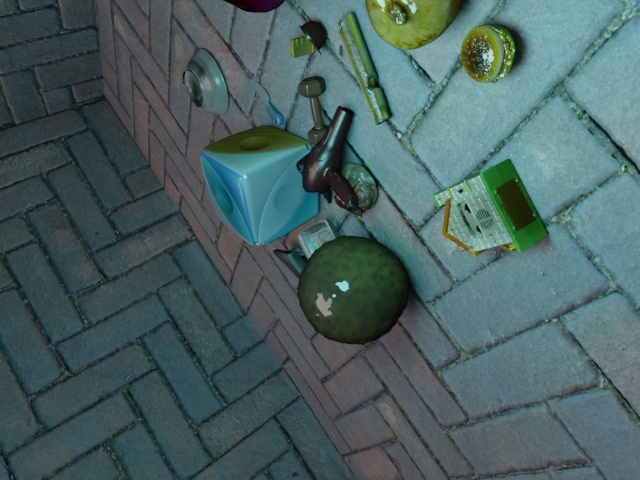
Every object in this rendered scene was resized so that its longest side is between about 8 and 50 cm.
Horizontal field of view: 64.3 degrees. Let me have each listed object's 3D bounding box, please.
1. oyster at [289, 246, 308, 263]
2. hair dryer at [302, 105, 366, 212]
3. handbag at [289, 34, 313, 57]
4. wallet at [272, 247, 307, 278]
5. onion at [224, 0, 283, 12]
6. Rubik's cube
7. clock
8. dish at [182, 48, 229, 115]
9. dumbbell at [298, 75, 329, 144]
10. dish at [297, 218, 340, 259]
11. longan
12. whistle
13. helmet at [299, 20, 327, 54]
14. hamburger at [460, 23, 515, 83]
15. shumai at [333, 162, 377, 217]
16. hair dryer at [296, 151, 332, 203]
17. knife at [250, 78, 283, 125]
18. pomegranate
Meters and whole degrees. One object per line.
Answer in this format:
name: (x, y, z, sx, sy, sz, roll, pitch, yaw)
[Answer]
oyster: (-0.077, 0.075, 2.320, 0.199, 0.087, 0.252, 37, 153, 19)
hair dryer: (0.077, -0.227, 1.648, 0.340, 0.123, 0.313, 55, 129, 39)
handbag: (-0.062, -0.637, 1.667, 0.027, 0.083, 0.061, 38, 142, 34)
wallet: (-0.094, 0.133, 2.318, 0.251, 0.054, 0.290, 49, 169, -16)
onion: (-0.201, -0.882, 1.497, 0.348, 0.347, 0.385, 50, 115, 20)
Rubik's cube: (-0.236, -0.229, 2.033, 0.347, 0.352, 0.352, 31, 138, 41)
clock: (0.434, -0.068, 1.366, 0.220, 0.106, 0.255, 63, 156, -1)
dish: (-0.549, -0.718, 2.359, 0.316, 0.106, 0.316, 38, 144, 35)
dumbbell: (-0.014, -0.446, 1.761, 0.092, 0.082, 0.231, 25, 135, 46)
dish: (0.000, 0.000, 2.119, 0.234, 0.064, 0.154, -23, 95, 48)
longan: (0.112, 0.173, 1.799, 0.391, 0.391, 0.391, 39, 144, 35)
whistle: (0.128, -0.503, 1.507, 0.068, 0.057, 0.326, -8, 108, 60)
helmet: (-0.011, -0.649, 1.605, 0.111, 0.057, 0.089, 51, -174, -1)
hamburger: (0.378, -0.420, 1.151, 0.141, 0.081, 0.127, 44, 147, 30)
shumai: (0.102, -0.167, 1.785, 0.201, 0.120, 0.201, 39, 147, 32)
hair dryer: (-0.003, -0.225, 1.917, 0.070, 0.128, 0.255, 31, 150, 41)
knife: (-0.218, -0.567, 2.050, 0.244, 0.032, 0.058, 59, 154, 12)
pomegranate: (0.208, -0.560, 1.149, 0.248, 0.248, 0.248, 39, 144, 35)
